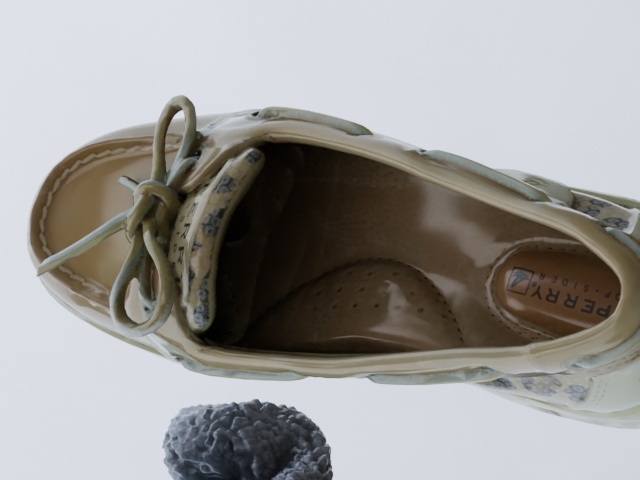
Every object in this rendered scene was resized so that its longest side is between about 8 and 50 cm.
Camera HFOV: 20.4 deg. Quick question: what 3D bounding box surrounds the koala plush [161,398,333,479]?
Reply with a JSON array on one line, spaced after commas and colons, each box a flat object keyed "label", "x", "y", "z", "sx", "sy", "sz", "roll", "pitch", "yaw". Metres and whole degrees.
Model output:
[{"label": "koala plush", "x": -0.110, "y": 0.175, "z": 0.766, "sx": 0.203, "sy": 0.221, "sz": 0.196, "roll": -108, "pitch": 24, "yaw": -78}]

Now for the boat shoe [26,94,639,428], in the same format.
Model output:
[{"label": "boat shoe", "x": 0.000, "y": 0.000, "z": 0.619, "sx": 0.089, "sy": 0.285, "sz": 0.105, "roll": 19, "pitch": -102, "yaw": -58}]
